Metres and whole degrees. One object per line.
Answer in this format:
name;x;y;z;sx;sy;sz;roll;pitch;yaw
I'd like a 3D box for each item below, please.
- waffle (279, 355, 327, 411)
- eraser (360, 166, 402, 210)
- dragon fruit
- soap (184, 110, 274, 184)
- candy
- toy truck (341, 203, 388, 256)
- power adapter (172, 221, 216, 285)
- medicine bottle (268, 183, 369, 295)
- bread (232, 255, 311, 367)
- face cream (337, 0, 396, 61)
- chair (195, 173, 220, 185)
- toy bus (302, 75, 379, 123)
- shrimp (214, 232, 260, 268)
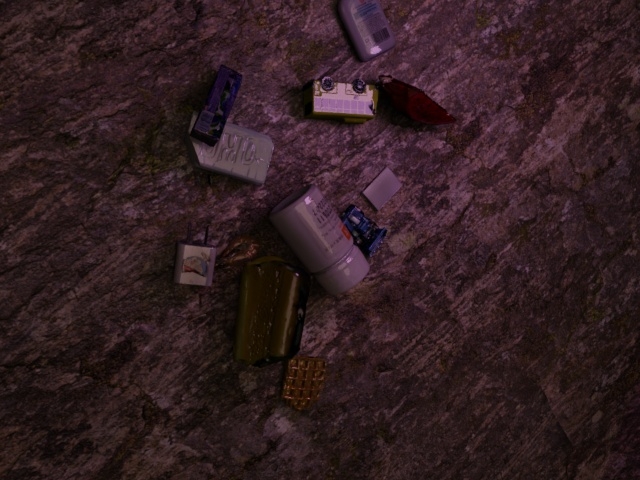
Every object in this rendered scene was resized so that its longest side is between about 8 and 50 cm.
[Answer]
waffle;-0.073;0.549;1.818;0.161;0.055;0.210;11;92;-21
eraser;0.240;-0.204;1.877;0.150;0.023;0.104;-47;108;-11
dragon fruit;0.330;-0.513;1.773;0.344;0.282;0.100;11;116;-49
soap;-0.316;-0.311;1.631;0.290;0.095;0.172;16;89;-20
candy;-0.335;-0.441;1.558;0.088;0.061;0.312;24;57;-18
toy truck;0.167;-0.036;1.812;0.208;0.126;0.113;40;82;-19
power adapter;-0.422;0.041;1.609;0.130;0.125;0.204;6;94;-19
medicine bottle;0.000;0.000;1.711;0.211;0.211;0.371;-40;107;-12
bread;-0.163;0.244;1.674;0.251;0.208;0.376;7;91;14
face cream;0.148;-0.841;1.754;0.163;0.080;0.336;-32;104;-13
chair;-0.386;-0.209;1.643;0.086;0.042;0.037;-7;99;-18
toy bus;0.075;-0.504;1.736;0.262;0.128;0.149;-1;95;-18
shrimp;-0.303;0.045;1.701;0.190;0.042;0.101;-33;84;-13
